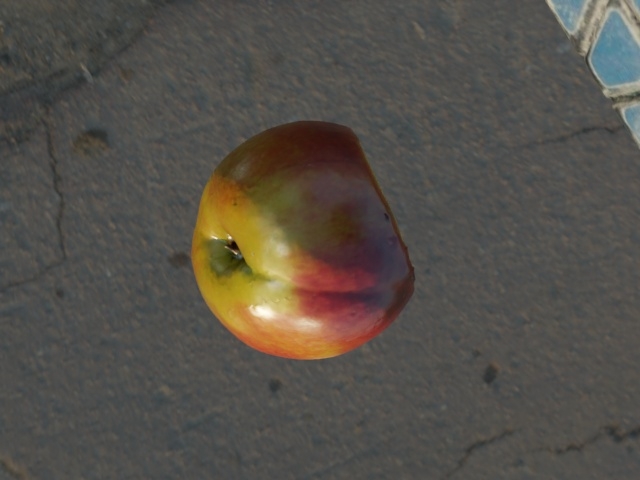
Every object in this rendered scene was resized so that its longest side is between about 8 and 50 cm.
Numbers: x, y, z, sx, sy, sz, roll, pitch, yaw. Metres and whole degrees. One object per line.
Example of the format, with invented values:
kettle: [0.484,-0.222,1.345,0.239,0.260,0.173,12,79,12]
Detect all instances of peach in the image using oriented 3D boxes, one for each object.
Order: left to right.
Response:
peach: [0.000,0.000,0.844,0.192,0.190,0.190,-14,121,-37]

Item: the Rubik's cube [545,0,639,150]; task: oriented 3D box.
Rubik's cube: [0.249,-0.149,0.455,0.264,0.319,0.319,-28,123,-19]
